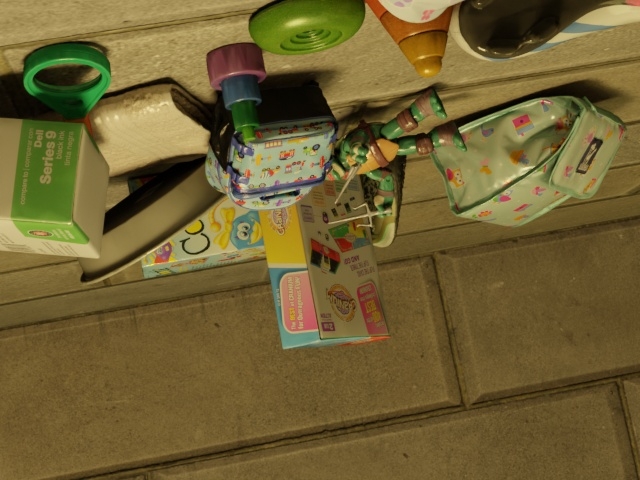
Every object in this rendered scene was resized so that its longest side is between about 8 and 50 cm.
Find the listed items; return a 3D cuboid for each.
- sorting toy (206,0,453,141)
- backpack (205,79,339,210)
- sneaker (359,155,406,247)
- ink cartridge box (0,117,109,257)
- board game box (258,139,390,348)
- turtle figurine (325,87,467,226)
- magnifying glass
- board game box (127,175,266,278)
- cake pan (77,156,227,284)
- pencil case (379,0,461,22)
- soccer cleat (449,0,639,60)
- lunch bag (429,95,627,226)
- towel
[{"bbox_3d":[0.013,-0.190,1.326,0.127,0.126,0.366,-3,167,-44],"label":"sorting toy"},{"bbox_3d":[-0.065,-0.104,1.613,0.158,0.117,0.173,-7,137,-23],"label":"backpack"},{"bbox_3d":[0.025,-0.061,2.193,0.182,0.158,0.410,10,161,-15],"label":"sneaker"},{"bbox_3d":[-0.400,-0.063,1.434,0.289,0.121,0.211,4,170,-1],"label":"ink cartridge box"},{"bbox_3d":[0.000,0.000,1.903,0.064,0.316,0.242,-15,170,27],"label":"board game box"},{"bbox_3d":[0.081,-0.120,1.805,0.234,0.118,0.175,-29,153,12],"label":"turtle figurine"},{"bbox_3d":[-0.274,-0.154,1.406,0.092,0.026,0.231,-6,159,-8],"label":"magnifying glass"},{"bbox_3d":[-0.160,-0.039,2.029,0.275,0.142,0.144,-10,172,-8],"label":"board game box"},{"bbox_3d":[-0.232,-0.044,1.798,0.293,0.054,0.293,-32,-167,8],"label":"cake pan"},{"bbox_3d":[0.154,-0.271,1.019,0.273,0.113,0.124,-20,-178,44],"label":"pencil case"},{"bbox_3d":[0.285,-0.270,1.285,0.331,0.116,0.143,-15,-164,1],"label":"soccer cleat"},{"bbox_3d":[0.343,-0.135,2.007,0.262,0.160,0.223,-28,161,27],"label":"lunch bag"},{"bbox_3d":[-0.234,-0.135,1.628,0.187,0.049,0.282,-13,171,10],"label":"towel"}]
